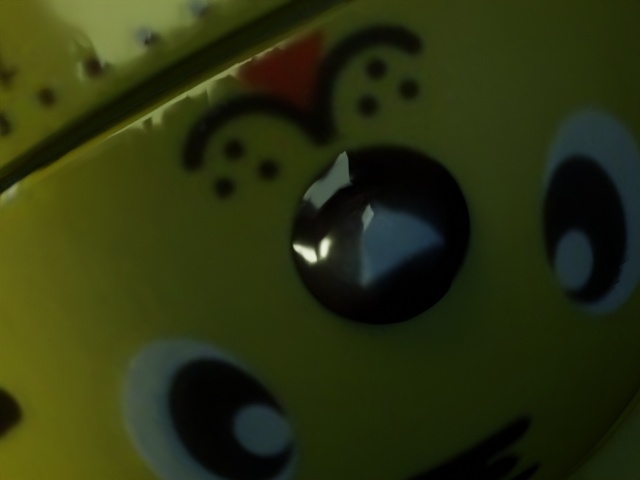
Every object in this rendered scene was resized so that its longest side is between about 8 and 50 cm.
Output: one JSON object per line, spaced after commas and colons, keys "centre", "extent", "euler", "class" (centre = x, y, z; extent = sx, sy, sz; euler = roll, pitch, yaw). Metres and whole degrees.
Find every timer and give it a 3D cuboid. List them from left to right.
{"centre": [0.000, 0.000, 0.725], "extent": [0.376, 0.376, 0.387], "euler": [-28, 82, 2], "class": "timer"}
